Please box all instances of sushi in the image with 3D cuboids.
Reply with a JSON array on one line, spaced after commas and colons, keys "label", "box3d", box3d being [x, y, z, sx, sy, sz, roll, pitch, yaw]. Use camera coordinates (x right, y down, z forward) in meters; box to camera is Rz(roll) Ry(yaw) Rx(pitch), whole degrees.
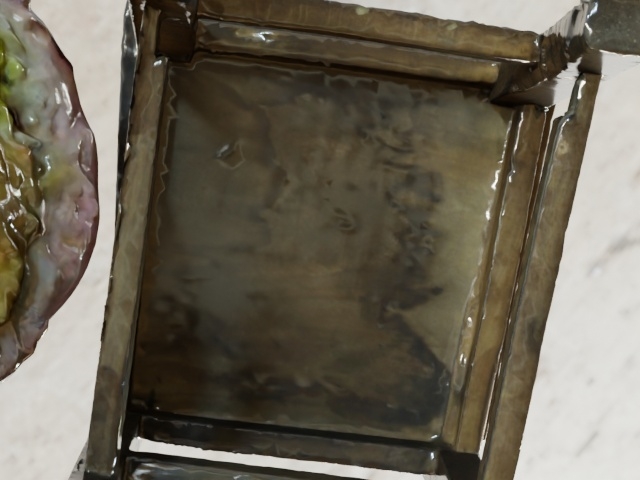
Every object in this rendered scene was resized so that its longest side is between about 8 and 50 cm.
[{"label": "sushi", "box3d": [-0.158, 0.007, 0.638, 0.107, 0.241, 0.161, -19, 160, 34]}]

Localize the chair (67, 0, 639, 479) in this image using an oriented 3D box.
[{"label": "chair", "box3d": [0.000, 0.000, 0.787, 0.203, 0.416, 0.241, 6, 95, -3]}]
